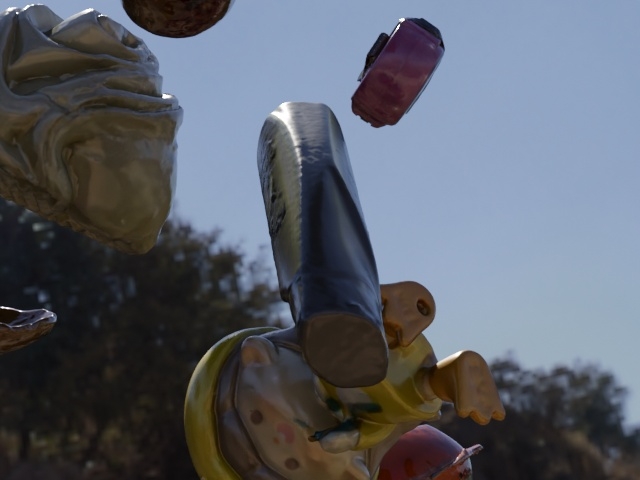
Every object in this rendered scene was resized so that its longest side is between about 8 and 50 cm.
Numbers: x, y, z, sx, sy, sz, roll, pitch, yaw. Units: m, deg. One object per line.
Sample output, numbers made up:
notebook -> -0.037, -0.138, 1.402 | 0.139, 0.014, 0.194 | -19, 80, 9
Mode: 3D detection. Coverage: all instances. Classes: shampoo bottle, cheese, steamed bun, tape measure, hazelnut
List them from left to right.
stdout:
steamed bun -> -0.291, -0.145, 1.616 | 0.324, 0.219, 0.309 | 25, -7, 38
hazelnut -> -0.213, -0.418, 2.277 | 0.229, 0.229, 0.229 | -10, -19, -4
shampoo bottle -> 0.000, 0.000, 1.277 | 0.084, 0.350, 0.126 | -4, -60, -5
cheese -> 0.064, 0.325, 1.899 | 0.329, 0.129, 0.217 | -22, -8, -33
tape measure -> 0.082, -0.184, 1.688 | 0.074, 0.118, 0.125 | 33, -29, -1

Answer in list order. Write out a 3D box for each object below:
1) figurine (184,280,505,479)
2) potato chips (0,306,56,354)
figurine -> 0.011, 0.157, 1.428 | 0.187, 0.215, 0.343 | -25, -4, -44
potato chips -> -0.370, 0.095, 1.566 | 0.201, 0.049, 0.150 | -5, 12, 1
